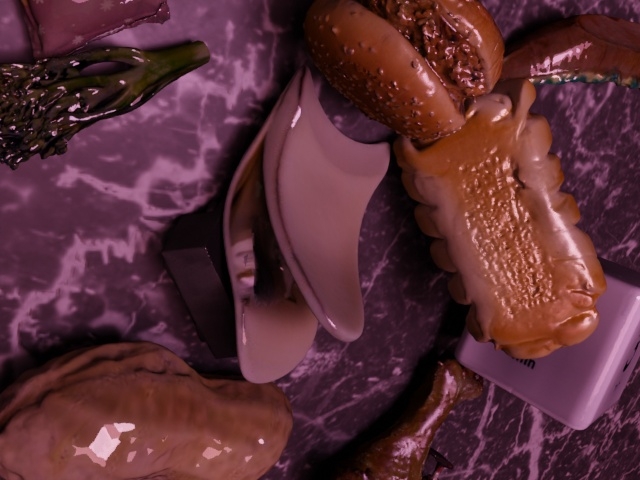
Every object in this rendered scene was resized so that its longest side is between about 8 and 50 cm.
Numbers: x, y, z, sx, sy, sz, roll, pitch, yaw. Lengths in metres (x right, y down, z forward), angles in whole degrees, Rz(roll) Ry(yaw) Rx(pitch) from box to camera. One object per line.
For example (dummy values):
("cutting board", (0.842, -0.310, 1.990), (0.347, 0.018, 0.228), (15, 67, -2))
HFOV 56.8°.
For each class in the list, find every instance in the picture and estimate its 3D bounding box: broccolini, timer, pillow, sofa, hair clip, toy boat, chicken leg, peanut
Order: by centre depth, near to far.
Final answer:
("pillow", (-0.186, -0.231, 0.428), (0.118, 0.043, 0.185), (-26, 123, -18))
("broccolini", (-0.172, -0.118, 0.470), (0.203, 0.068, 0.091), (-27, 140, -22))
("peanut", (-0.155, 0.183, 0.587), (0.313, 0.149, 0.149), (26, 95, -39))
("hair clip", (-0.015, -0.002, 0.596), (0.172, 0.113, 0.282), (30, 54, -48))
("sofa", (-0.106, 0.042, 0.605), (0.060, 0.085, 0.147), (-7, 126, 16))
("toy boat", (0.320, -0.228, 0.741), (0.293, 0.108, 0.099), (-10, 149, -24))
("timer", (0.334, 0.114, 0.822), (0.192, 0.194, 0.195), (2, 110, -51))
("chicken leg", (0.090, 0.318, 0.822), (0.211, 0.140, 0.361), (27, 84, -60))

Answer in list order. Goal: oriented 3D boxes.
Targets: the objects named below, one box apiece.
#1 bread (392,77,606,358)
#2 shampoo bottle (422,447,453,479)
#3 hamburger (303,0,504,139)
("bread", (0.208, -0.015, 0.689), (0.173, 0.121, 0.311), (-21, 97, 14))
("shampoo bottle", (0.137, 0.459, 0.955), (0.153, 0.071, 0.284), (21, 96, -36))
("hamburger", (0.076, -0.168, 0.540), (0.182, 0.191, 0.118), (26, 97, -46))
